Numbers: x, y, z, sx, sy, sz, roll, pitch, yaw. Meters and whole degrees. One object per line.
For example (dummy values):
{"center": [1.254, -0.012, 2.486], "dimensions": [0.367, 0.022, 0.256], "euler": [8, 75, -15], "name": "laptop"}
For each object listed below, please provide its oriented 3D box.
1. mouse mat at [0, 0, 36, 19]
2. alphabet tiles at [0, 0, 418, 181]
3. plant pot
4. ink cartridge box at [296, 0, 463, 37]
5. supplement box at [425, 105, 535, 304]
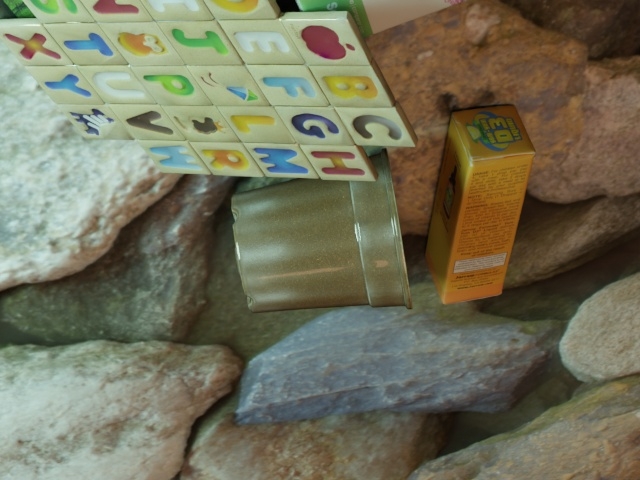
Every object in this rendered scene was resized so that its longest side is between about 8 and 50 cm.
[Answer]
{"center": [-0.197, -0.251, 1.148], "dimensions": [0.189, 0.007, 0.153], "euler": [-26, 140, 10], "name": "mouse mat"}
{"center": [-0.101, -0.134, 1.180], "dimensions": [0.342, 0.011, 0.285], "euler": [3, 150, 26], "name": "alphabet tiles"}
{"center": [0.000, 0.000, 1.412], "dimensions": [0.165, 0.167, 0.167], "euler": [-9, 141, 3], "name": "plant pot"}
{"center": [0.069, -0.262, 1.112], "dimensions": [0.212, 0.154, 0.093], "euler": [-21, 142, 5], "name": "ink cartridge box"}
{"center": [0.168, -0.035, 1.484], "dimensions": [0.080, 0.078, 0.233], "euler": [-9, 141, -10], "name": "supplement box"}
